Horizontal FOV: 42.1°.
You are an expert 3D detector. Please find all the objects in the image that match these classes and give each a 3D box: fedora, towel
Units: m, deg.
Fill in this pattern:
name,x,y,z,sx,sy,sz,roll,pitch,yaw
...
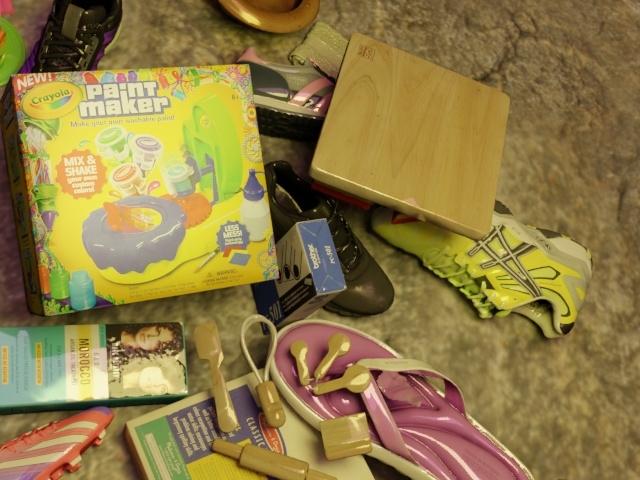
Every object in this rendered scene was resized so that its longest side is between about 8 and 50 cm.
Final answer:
name,x,y,z,sx,sy,sz,roll,pitch,yaw
fedora,-0.099,-0.398,1.345,0.194,0.079,0.194,12,64,-24
towel,0.030,-0.293,1.386,0.148,0.027,0.110,36,60,-6

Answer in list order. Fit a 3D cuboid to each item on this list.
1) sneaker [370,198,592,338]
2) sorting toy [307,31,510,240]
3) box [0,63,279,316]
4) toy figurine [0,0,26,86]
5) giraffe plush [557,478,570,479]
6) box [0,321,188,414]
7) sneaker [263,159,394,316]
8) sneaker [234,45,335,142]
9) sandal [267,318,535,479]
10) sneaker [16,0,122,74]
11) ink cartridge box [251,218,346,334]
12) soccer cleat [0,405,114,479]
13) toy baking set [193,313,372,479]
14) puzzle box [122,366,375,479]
name,x,y,z,sx,sy,sz,roll,pitch,yaw
sneaker,0.256,0.033,1.286,0.385,0.145,0.147,19,64,-13
sorting toy,0.123,-0.135,1.188,0.255,0.089,0.257,21,58,-8
box,-0.235,-0.064,1.062,0.290,0.177,0.279,-9,91,-25
toy figurine,-0.465,-0.277,1.101,0.130,0.159,0.173,25,63,-12
giraffe plush,0.277,0.437,1.148,0.171,0.181,0.210,11,101,-7
box,-0.296,0.161,1.056,0.244,0.060,0.100,0,70,-22
sneaker,0.000,0.000,1.202,0.286,0.130,0.109,41,59,-5
sneaker,0.013,-0.221,1.303,0.319,0.112,0.131,12,69,-19
sandal,0.125,0.224,1.103,0.416,0.102,0.169,34,47,1
sneaker,-0.353,-0.263,1.149,0.102,0.146,0.293,23,63,-13
ink cartridge box,-0.037,0.054,1.119,0.046,0.207,0.097,-9,74,-26
soccer cleat,-0.359,0.265,0.981,0.248,0.083,0.095,-39,83,-27
toy baking set,-0.052,0.200,1.058,0.256,0.030,0.196,13,72,5
puzzle box,-0.045,0.364,1.044,0.272,0.052,0.409,-18,67,-26
